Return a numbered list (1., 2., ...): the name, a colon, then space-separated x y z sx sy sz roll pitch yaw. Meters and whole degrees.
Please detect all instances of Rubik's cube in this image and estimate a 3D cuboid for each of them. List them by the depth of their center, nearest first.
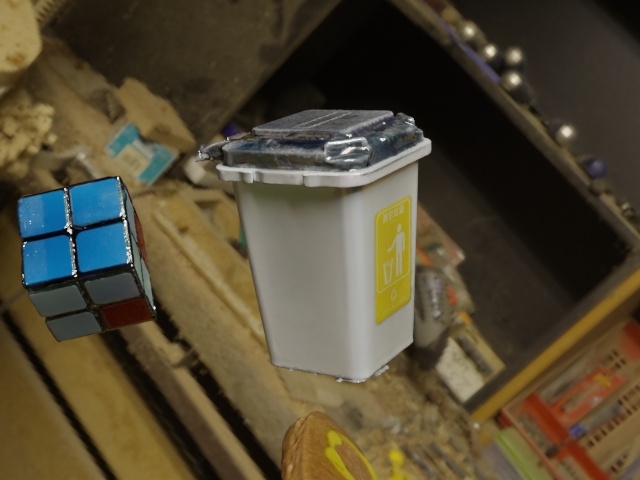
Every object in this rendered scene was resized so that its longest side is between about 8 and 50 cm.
1. Rubik's cube: -0.360 0.029 1.538 0.180 0.167 0.183 83 -6 -57

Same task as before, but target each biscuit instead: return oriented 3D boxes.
1. biscuit: 0.070 0.300 0.936 0.277 0.052 0.262 45 18 -24

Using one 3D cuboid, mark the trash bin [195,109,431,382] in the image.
1. trash bin: 0.000 0.000 1.477 0.255 0.295 0.368 -31 120 -54
